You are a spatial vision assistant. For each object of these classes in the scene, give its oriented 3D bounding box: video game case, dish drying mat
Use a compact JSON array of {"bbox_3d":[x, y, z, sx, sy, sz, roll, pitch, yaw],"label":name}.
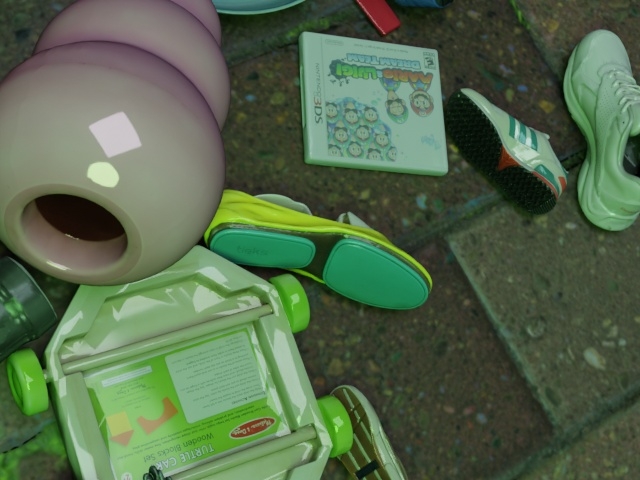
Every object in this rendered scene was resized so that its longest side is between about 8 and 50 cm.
[{"bbox_3d":[0.055,-0.141,1.229,0.157,0.019,0.143,4,71,-21],"label":"video game case"},{"bbox_3d":[0.053,-0.259,1.276,0.032,0.008,0.083,-36,87,-29],"label":"dish drying mat"}]

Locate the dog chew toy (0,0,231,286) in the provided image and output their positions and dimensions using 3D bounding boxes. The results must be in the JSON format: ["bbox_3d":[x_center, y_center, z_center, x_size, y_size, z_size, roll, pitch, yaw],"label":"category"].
[{"bbox_3d":[-0.169,-0.121,1.025,0.207,0.206,0.332,23,45,-13],"label":"dog chew toy"}]

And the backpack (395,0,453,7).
[{"bbox_3d":[0.105,-0.313,1.266,0.098,0.101,0.120,-46,127,-32],"label":"backpack"}]

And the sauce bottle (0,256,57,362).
[{"bbox_3d":[-0.354,0.142,0.891,0.344,0.111,0.111,-38,89,-22],"label":"sauce bottle"}]

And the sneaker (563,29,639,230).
[{"bbox_3d":[0.335,-0.134,1.286,0.090,0.115,0.232,2,71,-22],"label":"sneaker"}]

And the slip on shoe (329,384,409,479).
[{"bbox_3d":[0.048,0.197,1.096,0.135,0.051,0.041,61,22,15],"label":"slip on shoe"}]

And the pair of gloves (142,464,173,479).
[{"bbox_3d":[-0.150,0.222,0.943,0.083,0.010,0.074,-11,76,-26],"label":"pair of gloves"}]

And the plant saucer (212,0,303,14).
[{"bbox_3d":[-0.113,-0.368,1.227,0.318,0.044,0.317,8,68,-20],"label":"plant saucer"}]

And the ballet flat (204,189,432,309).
[{"bbox_3d":[0.000,0.000,1.131,0.231,0.077,0.077,15,41,-15],"label":"ballet flat"}]

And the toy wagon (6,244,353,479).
[{"bbox_3d":[-0.106,0.180,1.022,0.267,0.068,0.344,-15,79,-26],"label":"toy wagon"}]

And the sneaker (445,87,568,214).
[{"bbox_3d":[0.202,-0.104,1.264,0.161,0.057,0.075,47,45,0],"label":"sneaker"}]
